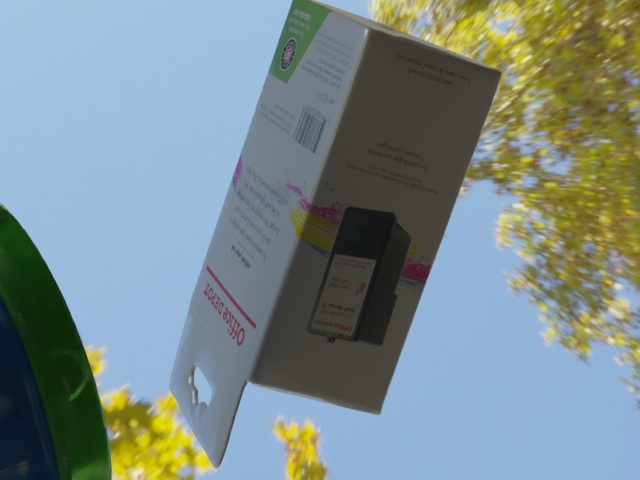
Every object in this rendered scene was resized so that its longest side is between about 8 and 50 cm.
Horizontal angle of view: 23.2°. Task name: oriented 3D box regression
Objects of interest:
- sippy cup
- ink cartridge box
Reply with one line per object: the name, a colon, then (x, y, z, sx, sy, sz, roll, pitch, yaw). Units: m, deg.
sippy cup: (-0.278, 0.110, 0.947, 0.224, 0.305, 0.240, -19, -59, -27)
ink cartridge box: (0.000, 0.000, 1.242, 0.119, 0.207, 0.353, 16, -80, -21)
